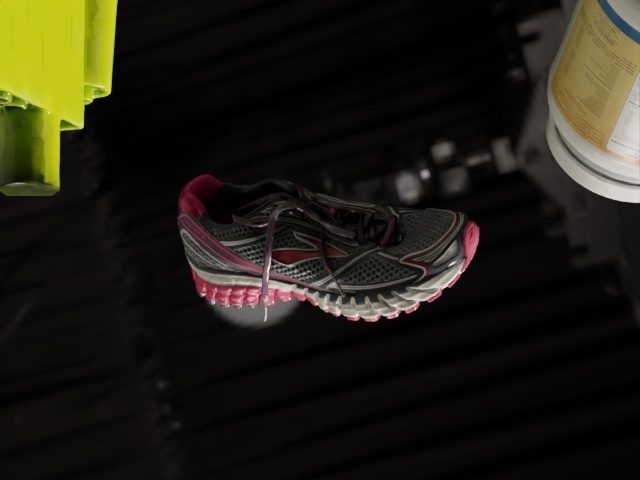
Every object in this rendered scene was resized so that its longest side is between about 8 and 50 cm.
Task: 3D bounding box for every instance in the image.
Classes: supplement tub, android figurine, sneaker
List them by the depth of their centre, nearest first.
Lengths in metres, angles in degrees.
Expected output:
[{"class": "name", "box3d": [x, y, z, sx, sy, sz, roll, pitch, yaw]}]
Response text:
[{"class": "android figurine", "box3d": [-0.205, -0.172, 1.134, 0.248, 0.056, 0.273, 30, 59, -67]}, {"class": "supplement tub", "box3d": [0.251, -0.136, 1.289, 0.200, 0.144, 0.144, 104, -26, -52]}, {"class": "sneaker", "box3d": [0.000, 0.000, 1.609, 0.121, 0.299, 0.112, -62, 143, -48]}]
